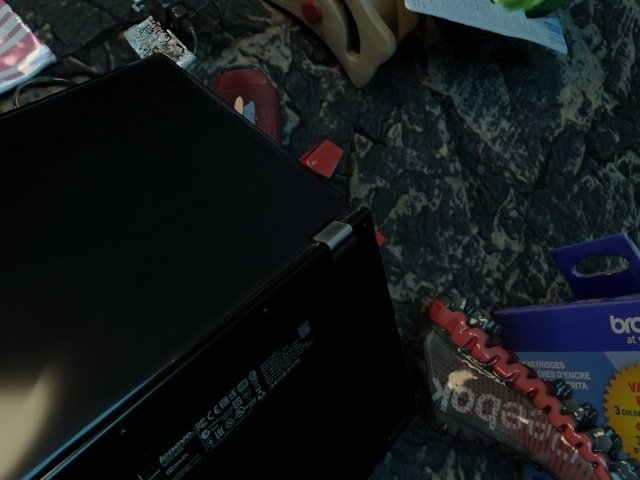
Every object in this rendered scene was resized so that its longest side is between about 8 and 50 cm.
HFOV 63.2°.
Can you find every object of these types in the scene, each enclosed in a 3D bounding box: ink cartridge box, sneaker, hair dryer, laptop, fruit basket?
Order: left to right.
[{"bbox_3d":[-0.147,0.099,0.437,0.382,0.236,0.408,-39,126,-33],"label":"laptop"},{"bbox_3d":[-0.148,-0.113,0.568,0.293,0.080,0.223,45,87,-4],"label":"hair dryer"},{"bbox_3d":[0.179,-0.399,0.655,0.353,0.165,0.327,-10,82,-34],"label":"fruit basket"},{"bbox_3d":[0.192,0.182,0.546,0.135,0.276,0.097,-51,142,8],"label":"sneaker"},{"bbox_3d":[0.354,0.194,0.567,0.151,0.270,0.395,-1,79,-26],"label":"ink cartridge box"}]

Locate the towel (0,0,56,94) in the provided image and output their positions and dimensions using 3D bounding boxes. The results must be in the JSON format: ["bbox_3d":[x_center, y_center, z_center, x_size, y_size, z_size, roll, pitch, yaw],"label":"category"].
[{"bbox_3d":[-0.387,-0.220,0.510,0.144,0.029,0.197,-43,95,-22],"label":"towel"}]

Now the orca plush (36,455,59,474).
[{"bbox_3d":[-0.233,0.173,0.474,0.287,0.102,0.151,19,28,-26],"label":"orca plush"}]

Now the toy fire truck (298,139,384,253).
[{"bbox_3d":[0.000,0.000,0.585,0.135,0.047,0.192,37,68,-20],"label":"toy fire truck"}]

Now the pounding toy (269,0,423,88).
[{"bbox_3d":[-0.019,-0.290,0.609,0.269,0.154,0.155,48,66,-26],"label":"pounding toy"}]
